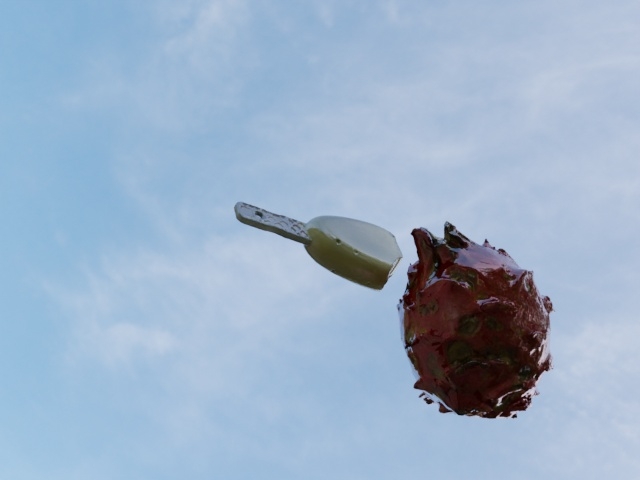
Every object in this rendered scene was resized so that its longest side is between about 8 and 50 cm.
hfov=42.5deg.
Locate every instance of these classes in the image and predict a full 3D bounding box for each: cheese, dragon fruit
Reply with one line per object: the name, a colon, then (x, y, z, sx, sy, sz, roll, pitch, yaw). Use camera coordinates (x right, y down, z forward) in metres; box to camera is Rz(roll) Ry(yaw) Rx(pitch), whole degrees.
cheese: (0.000, 0.000, 1.108, 0.050, 0.255, 0.127, -57, -149, 28)
dragon fruit: (0.191, 0.099, 1.048, 0.205, 0.210, 0.268, 164, -97, -82)
